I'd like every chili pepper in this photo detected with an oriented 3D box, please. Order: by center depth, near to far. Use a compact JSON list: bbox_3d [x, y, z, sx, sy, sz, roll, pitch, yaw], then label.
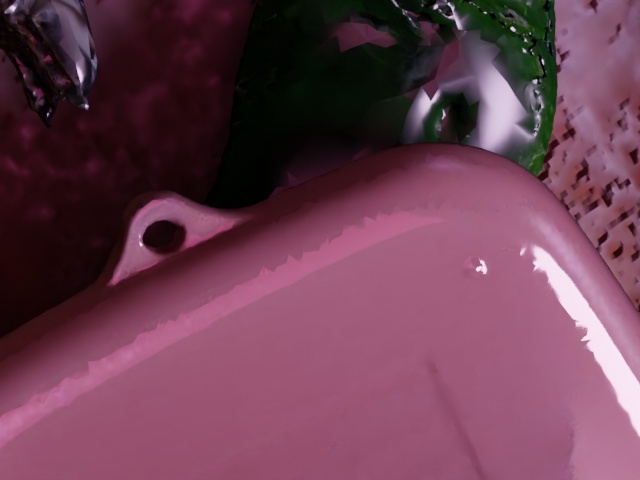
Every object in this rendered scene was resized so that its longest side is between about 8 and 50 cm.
[{"bbox_3d":[0.001,0.000,0.498,0.098,0.061,0.224,21,89,-17],"label":"chili pepper"}]

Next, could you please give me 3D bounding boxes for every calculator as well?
[{"bbox_3d":[0.023,0.132,0.487,0.220,0.048,0.330,-28,110,-6],"label":"calculator"}]

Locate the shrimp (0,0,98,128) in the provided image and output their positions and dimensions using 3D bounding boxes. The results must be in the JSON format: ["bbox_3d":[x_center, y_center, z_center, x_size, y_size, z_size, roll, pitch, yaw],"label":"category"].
[{"bbox_3d":[-0.091,-0.111,0.465,0.076,0.082,0.174,-28,91,-2],"label":"shrimp"}]
